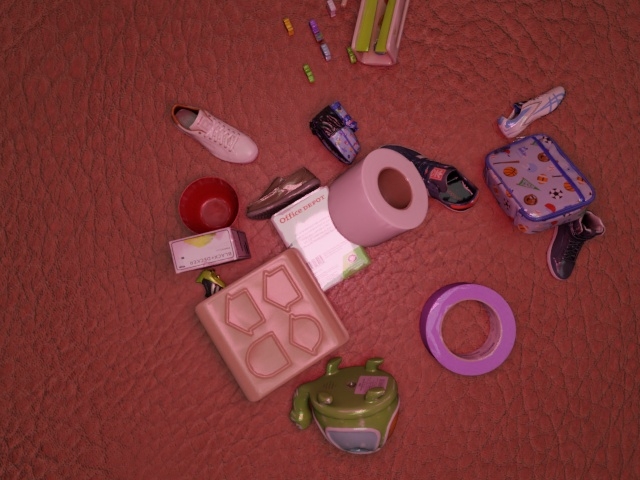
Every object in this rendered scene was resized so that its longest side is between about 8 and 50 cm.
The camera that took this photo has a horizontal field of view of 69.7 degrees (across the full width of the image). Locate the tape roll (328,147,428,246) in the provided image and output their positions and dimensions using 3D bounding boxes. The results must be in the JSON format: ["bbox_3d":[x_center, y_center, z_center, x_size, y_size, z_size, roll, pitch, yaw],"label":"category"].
[{"bbox_3d":[0.166,-0.120,1.335,0.246,0.169,0.246,14,64,-30],"label":"tape roll"}]

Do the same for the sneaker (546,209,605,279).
[{"bbox_3d":[0.775,0.013,1.401,0.086,0.163,0.227,7,90,-3],"label":"sneaker"}]

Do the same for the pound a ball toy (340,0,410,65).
[{"bbox_3d":[0.169,-0.722,1.438,0.208,0.135,0.320,12,88,24],"label":"pound a ball toy"}]

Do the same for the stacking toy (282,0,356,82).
[{"bbox_3d":[-0.002,-0.631,1.459,0.166,0.052,0.221,-24,91,0],"label":"stacking toy"}]

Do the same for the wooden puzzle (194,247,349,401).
[{"bbox_3d":[-0.139,0.241,1.342,0.347,0.080,0.322,-32,88,-3],"label":"wooden puzzle"}]

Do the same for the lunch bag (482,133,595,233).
[{"bbox_3d":[0.645,-0.180,1.375,0.243,0.115,0.304,-20,59,1],"label":"lunch bag"}]

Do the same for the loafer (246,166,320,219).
[{"bbox_3d":[-0.124,-0.146,1.431,0.251,0.094,0.088,-29,78,-6],"label":"loafer"}]

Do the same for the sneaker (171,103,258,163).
[{"bbox_3d":[-0.330,-0.324,1.408,0.289,0.123,0.106,25,86,-2],"label":"sneaker"}]

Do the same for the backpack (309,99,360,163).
[{"bbox_3d":[0.060,-0.318,1.397,0.117,0.158,0.173,-42,92,5],"label":"backpack"}]

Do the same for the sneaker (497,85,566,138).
[{"bbox_3d":[0.665,-0.417,1.444,0.237,0.085,0.086,-36,105,-1],"label":"sneaker"}]

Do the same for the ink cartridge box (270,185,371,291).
[{"bbox_3d":[0.000,0.000,1.408,0.198,0.115,0.273,-30,90,-2],"label":"ink cartridge box"}]

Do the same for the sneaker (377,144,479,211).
[{"bbox_3d":[0.329,-0.203,1.403,0.349,0.148,0.131,24,88,0],"label":"sneaker"}]

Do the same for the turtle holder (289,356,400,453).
[{"bbox_3d":[0.074,0.499,1.340,0.319,0.243,0.228,-13,106,-10],"label":"turtle holder"}]

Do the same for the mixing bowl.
[{"bbox_3d":[-0.330,-0.094,1.407,0.181,0.098,0.182,0,80,-1],"label":"mixing bowl"}]

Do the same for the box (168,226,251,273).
[{"bbox_3d":[-0.302,0.029,1.315,0.169,0.290,0.087,-13,89,-1],"label":"box"}]

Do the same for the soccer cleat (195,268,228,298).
[{"bbox_3d":[-0.312,0.168,1.432,0.072,0.060,0.179,-44,83,8],"label":"soccer cleat"}]

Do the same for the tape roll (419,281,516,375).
[{"bbox_3d":[0.452,0.269,1.425,0.274,0.090,0.275,0,88,-1],"label":"tape roll"}]
